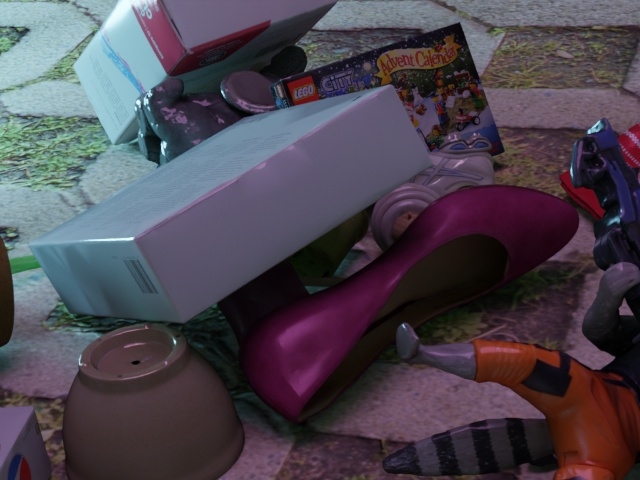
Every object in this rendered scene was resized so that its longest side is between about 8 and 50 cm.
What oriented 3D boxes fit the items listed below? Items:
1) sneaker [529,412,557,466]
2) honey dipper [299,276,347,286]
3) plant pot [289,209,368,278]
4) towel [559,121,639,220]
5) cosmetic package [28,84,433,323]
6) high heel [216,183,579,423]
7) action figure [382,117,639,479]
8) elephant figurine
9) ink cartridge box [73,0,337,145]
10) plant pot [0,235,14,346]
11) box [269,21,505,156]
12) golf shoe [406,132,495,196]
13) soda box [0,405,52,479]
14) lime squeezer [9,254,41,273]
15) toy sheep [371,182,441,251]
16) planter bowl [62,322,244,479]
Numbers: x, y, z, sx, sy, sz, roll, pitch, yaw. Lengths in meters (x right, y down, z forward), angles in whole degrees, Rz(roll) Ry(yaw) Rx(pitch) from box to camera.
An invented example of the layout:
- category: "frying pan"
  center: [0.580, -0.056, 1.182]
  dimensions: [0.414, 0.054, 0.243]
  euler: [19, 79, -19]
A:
- category: "sneaker"
  center: [0.202, 0.155, 1.426]
  dimensions: [0.109, 0.040, 0.044]
  euler: [-42, 7, -37]
- category: "honey dipper"
  center: [-0.025, 0.043, 1.735]
  dimensions: [0.161, 0.030, 0.030]
  euler: [3, 28, 16]
- category: "plant pot"
  center: [0.000, 0.000, 1.765]
  dimensions: [0.083, 0.083, 0.079]
  euler: [1, 40, 21]
- category: "towel"
  center: [0.391, -0.104, 1.756]
  dimensions: [0.275, 0.031, 0.199]
  euler: [-37, 27, 5]
- category: "cosmetic package"
  center: [-0.100, -0.032, 1.648]
  dimensions: [0.284, 0.097, 0.377]
  euler: [-34, 12, -20]
- category: "high heel"
  center: [0.101, 0.066, 1.580]
  dimensions: [0.377, 0.127, 0.181]
  euler: [-19, 44, -13]
- category: "action figure"
  center: [0.213, 0.092, 1.340]
  dimensions: [0.330, 0.341, 0.178]
  euler: [-11, -16, -20]
- category: "elephant figurine"
  center: [-0.083, -0.139, 1.968]
  dimensions: [0.239, 0.186, 0.169]
  euler: [-17, -8, -18]
- category: "ink cartridge box"
  center: [-0.149, -0.256, 2.094]
  dimensions: [0.226, 0.131, 0.306]
  euler: [-25, -5, -30]
- category: "plant pot"
  center: [-0.438, 0.059, 1.657]
  dimensions: [0.254, 0.237, 0.237]
  euler: [-5, 23, -23]
- category: "box"
  center: [0.077, -0.137, 1.908]
  dimensions: [0.233, 0.159, 0.044]
  euler: [-20, 2, -20]
- category: "golf shoe"
  center: [0.107, -0.062, 1.835]
  dimensions: [0.176, 0.086, 0.069]
  euler: [-10, -14, -7]
- category: "soda box"
  center: [-0.291, 0.225, 1.402]
  dimensions: [0.069, 0.074, 0.216]
  euler: [-4, 27, 12]
- category: "lime squeezer"
  center: [-0.416, 0.028, 1.866]
  dimensions: [0.310, 0.059, 0.110]
  euler: [-5, 27, 12]
- category: "toy sheep"
  center: [0.095, -0.019, 1.756]
  dimensions: [0.091, 0.091, 0.132]
  euler: [-11, 12, -3]
- category: "planter bowl"
  center: [-0.155, 0.141, 1.487]
  dimensions: [0.162, 0.109, 0.162]
  euler: [-8, 25, 4]
